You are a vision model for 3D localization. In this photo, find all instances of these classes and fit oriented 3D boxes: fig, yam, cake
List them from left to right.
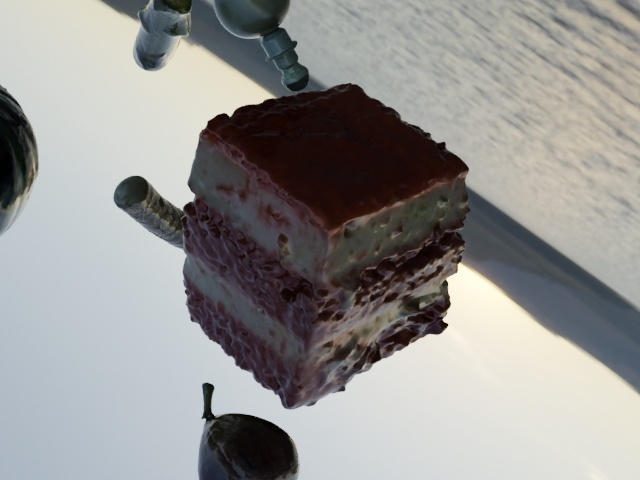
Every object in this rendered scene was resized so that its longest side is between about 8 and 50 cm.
[{"bbox_3d":[-0.270,-0.033,1.689,0.081,0.081,0.357,39,178,27],"label":"yam"},{"bbox_3d":[-0.077,0.180,0.785,0.125,0.089,0.089,43,-169,35],"label":"fig"},{"bbox_3d":[0.000,0.000,1.139,0.269,0.319,0.270,-24,-134,-35],"label":"cake"}]

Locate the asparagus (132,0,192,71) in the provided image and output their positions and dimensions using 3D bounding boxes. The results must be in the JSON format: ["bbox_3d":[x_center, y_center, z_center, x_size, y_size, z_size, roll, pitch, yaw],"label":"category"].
[{"bbox_3d":[-0.254,-0.354,1.471,0.085,0.082,0.343,4,170,-18],"label":"asparagus"}]

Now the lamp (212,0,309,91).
[{"bbox_3d":[-0.061,-0.247,1.072,0.163,0.091,0.091,60,177,-25],"label":"lamp"}]

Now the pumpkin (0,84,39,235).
[{"bbox_3d":[-0.490,-0.116,1.076,0.315,0.238,0.315,23,-154,-12],"label":"pumpkin"}]
